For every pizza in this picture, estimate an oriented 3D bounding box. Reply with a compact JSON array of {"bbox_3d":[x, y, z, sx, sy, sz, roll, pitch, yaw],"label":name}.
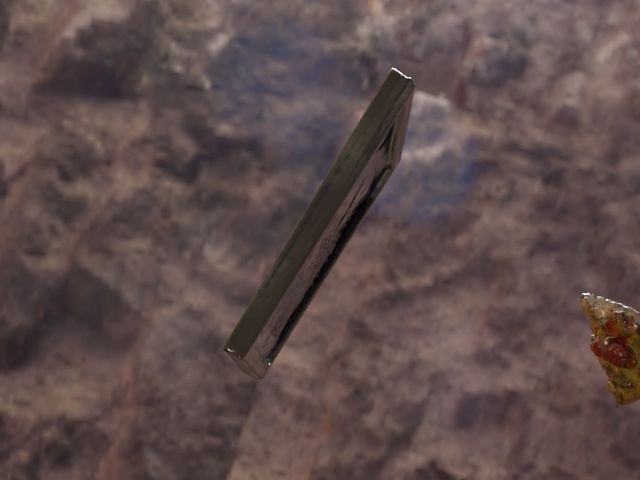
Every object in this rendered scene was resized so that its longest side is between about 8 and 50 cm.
[{"bbox_3d":[0.190,0.069,1.163,0.025,0.083,0.078,-31,-117,-31],"label":"pizza"}]

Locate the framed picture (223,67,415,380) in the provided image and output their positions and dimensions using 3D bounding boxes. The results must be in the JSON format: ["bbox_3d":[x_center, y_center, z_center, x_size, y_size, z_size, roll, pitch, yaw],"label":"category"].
[{"bbox_3d":[0.000,0.000,0.885,0.015,0.203,0.150,31,-97,4],"label":"framed picture"}]
